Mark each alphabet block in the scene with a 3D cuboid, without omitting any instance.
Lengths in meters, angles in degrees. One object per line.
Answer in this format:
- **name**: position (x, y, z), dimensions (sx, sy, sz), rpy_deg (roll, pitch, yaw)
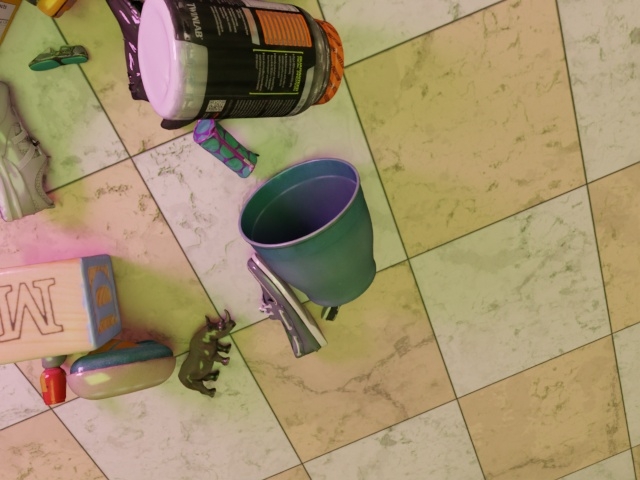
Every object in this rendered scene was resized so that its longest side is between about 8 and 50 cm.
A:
- **alphabet block**: position (-0.563, 0.138, 1.033), dimensions (0.197, 0.192, 0.193), rpy_deg (-8, 90, -7)

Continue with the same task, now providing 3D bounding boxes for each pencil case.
- **pencil case**: position (-0.198, -0.195, 1.022), dimensions (0.152, 0.070, 0.064), rpy_deg (37, 78, -48)

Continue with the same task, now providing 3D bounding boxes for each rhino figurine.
- **rhino figurine**: position (-0.281, 0.279, 1.218), dimensions (0.107, 0.073, 0.243), rpy_deg (19, 105, -18)

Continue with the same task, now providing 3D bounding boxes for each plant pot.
- **plant pot**: position (0.000, 0.000, 1.068), dimensions (0.272, 0.271, 0.255), rpy_deg (-28, 128, 2)

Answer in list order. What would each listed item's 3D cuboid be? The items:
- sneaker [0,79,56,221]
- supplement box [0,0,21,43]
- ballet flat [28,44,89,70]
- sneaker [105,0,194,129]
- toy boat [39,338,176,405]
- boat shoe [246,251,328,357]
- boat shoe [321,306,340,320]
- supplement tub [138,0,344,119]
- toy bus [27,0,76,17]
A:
- **sneaker**: position (-0.622, -0.184, 0.990), dimensions (0.115, 0.105, 0.281), rpy_deg (-16, 113, -40)
- **supplement box**: position (-0.724, -0.342, 0.842), dimensions (0.195, 0.194, 0.356), rpy_deg (31, 103, -19)
- **ballet flat**: position (-0.518, -0.364, 0.955), dimensions (0.115, 0.041, 0.041), rpy_deg (-12, 112, -5)
- **sneaker**: position (-0.340, -0.347, 0.954), dimensions (0.130, 0.109, 0.286), rpy_deg (-28, 111, 9)
- **toy boat**: position (-0.519, 0.289, 1.122), dimensions (0.319, 0.267, 0.147), rpy_deg (-12, 80, 13)
- **boat shoe**: position (-0.097, 0.169, 1.183), dimensions (0.099, 0.116, 0.319), rpy_deg (-34, 117, 0)
- **boat shoe**: position (0.041, 0.154, 1.235), dimensions (0.038, 0.046, 0.125), rpy_deg (18, 110, -15)
- **supplement tub**: position (-0.137, -0.329, 0.886), dimensions (0.338, 0.207, 0.206), rpy_deg (-11, 115, -34)
- **toy bus**: position (-0.561, -0.543, 0.825), dimensions (0.333, 0.130, 0.108), rpy_deg (42, 99, -21)
